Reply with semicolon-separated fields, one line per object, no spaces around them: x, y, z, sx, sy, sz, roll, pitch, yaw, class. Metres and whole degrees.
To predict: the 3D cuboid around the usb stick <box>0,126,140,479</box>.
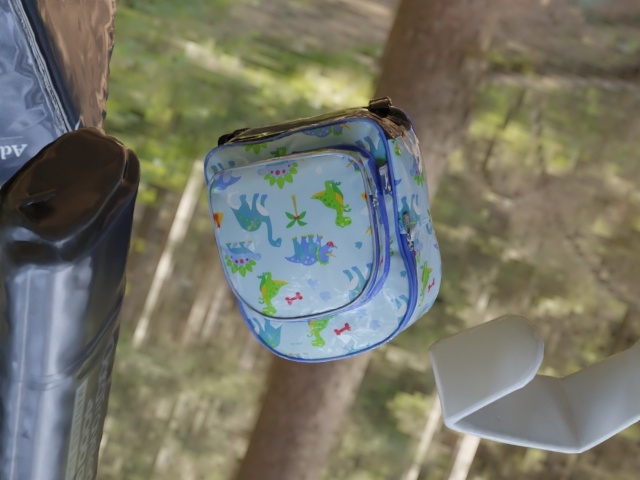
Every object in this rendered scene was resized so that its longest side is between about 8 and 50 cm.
-0.115;0.066;0.781;0.045;0.278;0.077;23;-132;8;usb stick

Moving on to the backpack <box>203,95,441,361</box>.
0.000;0.000;0.898;0.105;0.114;0.084;-10;-168;22;backpack

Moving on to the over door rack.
0.172;-0.099;0.469;0.324;0.239;0.108;-20;151;19;over door rack

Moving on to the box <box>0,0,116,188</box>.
-0.407;-0.265;1.115;0.480;0.297;0.472;-4;140;7;box
